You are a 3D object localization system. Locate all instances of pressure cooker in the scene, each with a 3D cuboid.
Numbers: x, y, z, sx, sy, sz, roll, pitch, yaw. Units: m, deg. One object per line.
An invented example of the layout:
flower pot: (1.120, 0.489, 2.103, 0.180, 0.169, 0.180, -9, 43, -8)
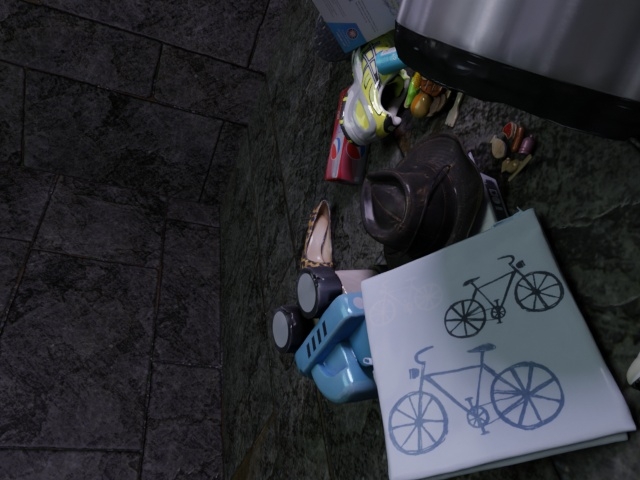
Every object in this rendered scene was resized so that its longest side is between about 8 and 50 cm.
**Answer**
pressure cooker: (0.296, -0.345, 0.501, 0.370, 0.375, 0.421, -109, 29, -55)

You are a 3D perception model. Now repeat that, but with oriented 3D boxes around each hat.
hat: (0.152, -0.065, 0.960, 0.331, 0.133, 0.331, -169, 90, -70)

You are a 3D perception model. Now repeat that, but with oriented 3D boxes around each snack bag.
snack bag: (0.211, 0.148, 0.739, 0.323, 0.037, 0.343, -26, 51, 23)

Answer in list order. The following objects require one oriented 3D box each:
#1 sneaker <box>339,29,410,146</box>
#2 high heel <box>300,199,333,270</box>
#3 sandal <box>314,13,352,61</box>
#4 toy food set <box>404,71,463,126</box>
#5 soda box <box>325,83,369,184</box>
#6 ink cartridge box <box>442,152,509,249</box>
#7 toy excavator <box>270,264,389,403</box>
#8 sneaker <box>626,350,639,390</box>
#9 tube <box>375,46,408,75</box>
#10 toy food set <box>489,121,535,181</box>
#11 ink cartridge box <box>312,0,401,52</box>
sneaker: (0.161, -0.421, 1.274, 0.147, 0.145, 0.385, -2, 76, 41)
high heel: (0.000, 0.000, 1.473, 0.261, 0.093, 0.186, -106, 27, -66)
sandal: (0.128, -0.731, 1.483, 0.446, 0.167, 0.107, -61, 1, 22)
toy food set: (0.234, -0.324, 1.086, 0.192, 0.038, 0.132, 47, 126, 55)
soda box: (0.087, -0.291, 1.419, 0.092, 0.083, 0.263, -174, 94, -69)
ink cartridge box: (0.251, -0.016, 0.922, 0.206, 0.045, 0.208, 126, 147, -47)
toy excavator: (0.121, 0.231, 0.976, 0.433, 0.222, 0.445, -58, 43, 41)
sneaker: (0.384, 0.093, 0.539, 0.075, 0.057, 0.161, -81, 12, -56)
tube: (0.218, -0.415, 1.106, 0.207, 0.052, 0.080, -5, 65, 41)
toy food set: (0.324, -0.153, 0.845, 0.122, 0.019, 0.078, -89, 22, -43)
ink cartridge box: (0.127, -0.617, 1.164, 0.270, 0.198, 0.197, -19, 54, 23)
